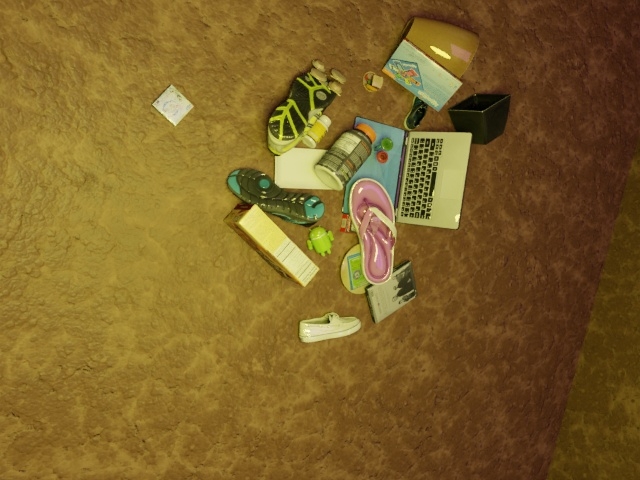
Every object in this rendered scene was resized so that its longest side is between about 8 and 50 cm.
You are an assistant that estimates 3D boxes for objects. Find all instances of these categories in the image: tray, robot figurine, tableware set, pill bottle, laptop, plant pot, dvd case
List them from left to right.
[{"bbox_3d":[-0.045,-0.262,1.610,0.270,0.030,0.145,-2,96,-28],"label":"tray"},{"bbox_3d":[-0.013,-0.397,1.594,0.065,0.065,0.116,42,76,-25],"label":"pill bottle"},{"bbox_3d":[0.000,0.000,1.638,0.101,0.067,0.115,-22,108,6],"label":"robot figurine"},{"bbox_3d":[0.027,-0.585,1.567,0.141,0.020,0.169,28,42,-18],"label":"tableware set"},{"bbox_3d":[0.099,-0.310,1.592,0.130,0.130,0.246,46,74,-24],"label":"pill bottle"},{"bbox_3d":[0.296,0.212,1.820,0.238,0.029,0.179,-28,119,-23],"label":"dvd case"},{"bbox_3d":[0.338,-0.260,1.708,0.236,0.407,0.382,5,94,-62],"label":"laptop"},{"bbox_3d":[0.444,-0.762,1.731,0.254,0.237,0.237,24,83,-14],"label":"plant pot"},{"bbox_3d":[0.694,-0.521,1.906,0.188,0.187,0.167,-33,122,-21],"label":"plant pot"}]

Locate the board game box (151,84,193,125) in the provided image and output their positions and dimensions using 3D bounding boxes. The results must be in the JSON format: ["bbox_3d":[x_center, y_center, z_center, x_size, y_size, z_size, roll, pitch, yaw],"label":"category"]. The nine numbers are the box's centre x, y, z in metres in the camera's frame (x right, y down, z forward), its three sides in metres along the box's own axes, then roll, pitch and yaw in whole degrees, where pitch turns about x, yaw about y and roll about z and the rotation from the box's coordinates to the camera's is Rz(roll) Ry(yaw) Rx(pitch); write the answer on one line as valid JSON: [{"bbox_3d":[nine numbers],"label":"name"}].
[{"bbox_3d":[-0.461,-0.421,1.377,0.090,0.020,0.090,44,74,-24],"label":"board game box"}]

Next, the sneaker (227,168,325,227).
[{"bbox_3d":[-0.160,-0.128,1.507,0.340,0.140,0.125,24,68,-6],"label":"sneaker"}]

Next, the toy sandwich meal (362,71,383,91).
[{"bbox_3d":[0.204,-0.617,1.709,0.085,0.029,0.086,-3,96,-28],"label":"toy sandwich meal"}]

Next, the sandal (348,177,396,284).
[{"bbox_3d":[0.215,-0.030,1.656,0.169,0.102,0.416,-13,102,-5],"label":"sandal"}]

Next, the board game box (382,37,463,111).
[{"bbox_3d":[0.394,-0.638,1.707,0.281,0.145,0.027,33,42,-8],"label":"board game box"}]

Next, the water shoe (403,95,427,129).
[{"bbox_3d":[0.415,-0.541,1.801,0.073,0.080,0.203,29,81,-27],"label":"water shoe"}]

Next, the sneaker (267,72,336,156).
[{"bbox_3d":[-0.076,-0.445,1.527,0.145,0.147,0.385,39,57,-2],"label":"sneaker"}]

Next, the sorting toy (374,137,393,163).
[{"bbox_3d":[0.235,-0.342,1.681,0.061,0.042,0.102,23,79,-16],"label":"sorting toy"}]

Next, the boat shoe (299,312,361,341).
[{"bbox_3d":[0.041,0.319,1.675,0.258,0.095,0.084,-9,103,-28],"label":"boat shoe"}]

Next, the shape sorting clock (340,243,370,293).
[{"bbox_3d":[0.163,0.111,1.750,0.206,0.040,0.206,-4,97,-34],"label":"shape sorting clock"}]

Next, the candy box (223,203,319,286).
[{"bbox_3d":[-0.167,0.014,1.484,0.316,0.183,0.087,46,75,-24],"label":"candy box"}]

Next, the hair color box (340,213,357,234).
[{"bbox_3d":[0.151,-0.057,1.727,0.141,0.043,0.072,9,90,-29],"label":"hair color box"}]
